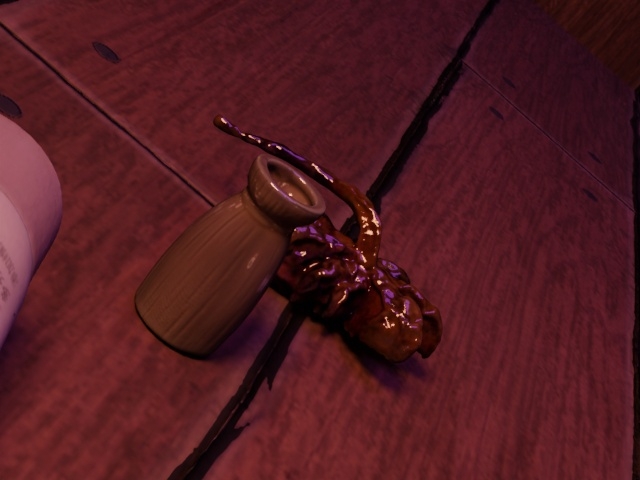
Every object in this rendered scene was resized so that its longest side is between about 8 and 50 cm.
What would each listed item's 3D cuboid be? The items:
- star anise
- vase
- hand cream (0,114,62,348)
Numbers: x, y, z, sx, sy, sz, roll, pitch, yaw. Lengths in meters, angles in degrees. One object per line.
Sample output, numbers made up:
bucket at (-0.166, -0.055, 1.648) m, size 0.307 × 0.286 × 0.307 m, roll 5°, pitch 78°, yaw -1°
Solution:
star anise at (0.000, 0.000, 0.897) m, size 0.190 × 0.070 × 0.097 m, roll 39°, pitch 23°, yaw -1°
vase at (-0.044, 0.007, 0.751) m, size 0.053 × 0.101 × 0.053 m, roll 35°, pitch 21°, yaw -15°
hand cream at (-0.171, 0.036, 0.520) m, size 0.133 × 0.083 × 0.248 m, roll 35°, pitch 31°, yaw -11°
